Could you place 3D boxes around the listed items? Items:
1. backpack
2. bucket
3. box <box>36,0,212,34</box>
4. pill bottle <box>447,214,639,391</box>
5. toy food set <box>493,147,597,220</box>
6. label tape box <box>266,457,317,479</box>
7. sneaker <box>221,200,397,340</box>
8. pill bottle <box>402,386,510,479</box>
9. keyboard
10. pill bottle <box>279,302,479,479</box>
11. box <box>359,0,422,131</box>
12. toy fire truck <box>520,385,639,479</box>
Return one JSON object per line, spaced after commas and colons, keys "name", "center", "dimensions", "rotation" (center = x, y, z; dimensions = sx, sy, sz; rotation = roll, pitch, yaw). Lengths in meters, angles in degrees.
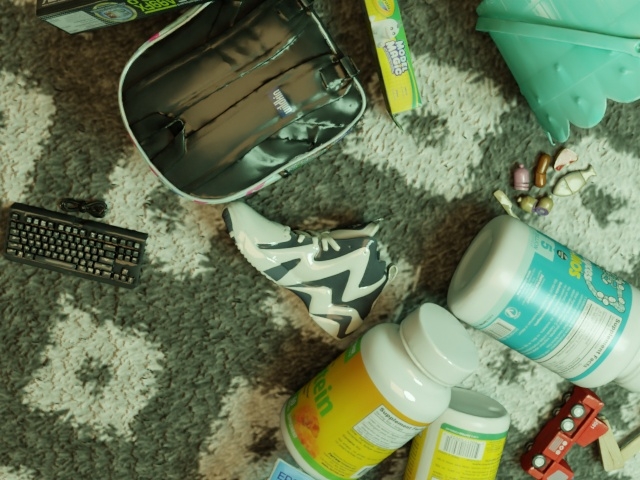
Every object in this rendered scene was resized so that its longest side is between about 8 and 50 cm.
{"name": "backpack", "center": [-0.101, -0.168, 1.054], "dimensions": [0.253, 0.191, 0.225], "rotation": [-35, 98, -4]}
{"name": "bucket", "center": [0.321, -0.254, 1.005], "dimensions": [0.281, 0.281, 0.183], "rotation": [-34, 90, 6]}
{"name": "box", "center": [-0.191, -0.361, 0.995], "dimensions": [0.270, 0.060, 0.216], "rotation": [-6, 78, 27]}
{"name": "pill bottle", "center": [0.304, 0.089, 1.129], "dimensions": [0.264, 0.146, 0.146], "rotation": [29, 99, -6]}
{"name": "toy food set", "center": [0.290, -0.076, 1.161], "dimensions": [0.122, 0.019, 0.078], "rotation": [-38, 99, 7]}
{"name": "label tape box", "center": [-0.013, 0.462, 1.191], "dimensions": [0.249, 0.115, 0.347], "rotation": [27, 105, 1]}
{"name": "sneaker", "center": [0.000, 0.000, 1.139], "dimensions": [0.153, 0.094, 0.235], "rotation": [-44, 98, 6]}
{"name": "pill bottle", "center": [0.170, 0.309, 1.185], "dimensions": [0.117, 0.117, 0.208], "rotation": [12, 100, -2]}
{"name": "keyboard", "center": [-0.318, -0.005, 1.173], "dimensions": [0.180, 0.023, 0.108], "rotation": [13, 100, -4]}
{"name": "pill bottle", "center": [0.074, 0.189, 1.119], "dimensions": [0.136, 0.136, 0.246], "rotation": [42, 117, -8]}
{"name": "box", "center": [0.086, -0.223, 1.089], "dimensions": [0.043, 0.105, 0.179], "rotation": [-12, 101, 3]}
{"name": "toy fire truck", "center": [0.377, 0.266, 1.213], "dimensions": [0.135, 0.047, 0.192], "rotation": [33, 100, -7]}
